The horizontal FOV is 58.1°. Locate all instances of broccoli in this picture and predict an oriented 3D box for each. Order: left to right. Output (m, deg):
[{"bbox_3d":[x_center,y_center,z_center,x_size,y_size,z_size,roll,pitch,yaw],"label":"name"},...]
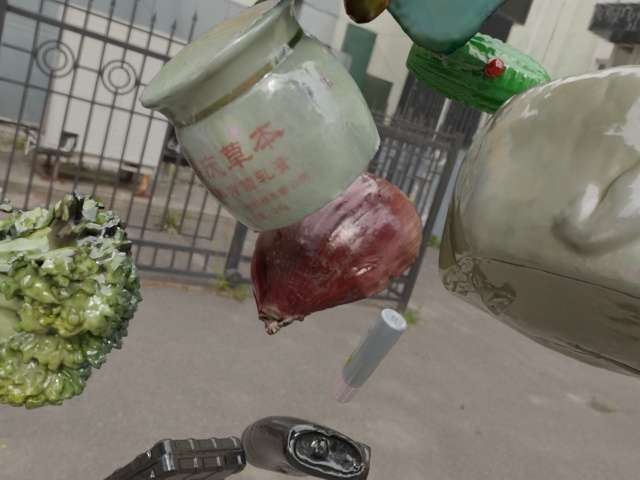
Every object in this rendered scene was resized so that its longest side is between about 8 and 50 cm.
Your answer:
[{"bbox_3d":[-0.446,0.076,0.865,0.281,0.348,0.293,30,15,-47],"label":"broccoli"}]

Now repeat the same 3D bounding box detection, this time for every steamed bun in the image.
[{"bbox_3d":[0.263,-0.025,0.494,0.383,0.247,0.236,18,-15,46],"label":"steamed bun"}]

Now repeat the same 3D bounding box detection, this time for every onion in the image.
[{"bbox_3d":[0.000,0.000,0.783,0.227,0.283,0.120,14,-37,37],"label":"onion"}]

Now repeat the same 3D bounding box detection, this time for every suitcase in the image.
[{"bbox_3d":[-0.300,0.451,1.074,0.206,0.285,0.066,22,39,-51],"label":"suitcase"}]

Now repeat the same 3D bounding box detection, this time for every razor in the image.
[{"bbox_3d":[-0.042,0.445,1.235,0.204,0.113,0.349,24,-26,-16],"label":"razor"}]

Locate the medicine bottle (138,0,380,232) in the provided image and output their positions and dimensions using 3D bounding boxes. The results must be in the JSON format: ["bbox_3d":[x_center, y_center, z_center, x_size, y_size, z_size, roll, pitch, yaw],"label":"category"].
[{"bbox_3d":[-0.046,-0.102,0.455,0.143,0.147,0.147,52,-6,-27],"label":"medicine bottle"}]

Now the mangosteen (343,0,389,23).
[{"bbox_3d":[0.005,-0.267,0.357,0.235,0.261,0.235,-13,28,7],"label":"mangosteen"}]

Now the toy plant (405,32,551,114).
[{"bbox_3d":[0.226,-0.208,0.748,0.240,0.088,0.154,17,10,-20],"label":"toy plant"}]

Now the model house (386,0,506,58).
[{"bbox_3d":[0.102,-0.367,0.566,0.280,0.230,0.249,42,22,-19],"label":"model house"}]

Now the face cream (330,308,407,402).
[{"bbox_3d":[0.090,0.222,1.108,0.057,0.198,0.084,37,22,9],"label":"face cream"}]
